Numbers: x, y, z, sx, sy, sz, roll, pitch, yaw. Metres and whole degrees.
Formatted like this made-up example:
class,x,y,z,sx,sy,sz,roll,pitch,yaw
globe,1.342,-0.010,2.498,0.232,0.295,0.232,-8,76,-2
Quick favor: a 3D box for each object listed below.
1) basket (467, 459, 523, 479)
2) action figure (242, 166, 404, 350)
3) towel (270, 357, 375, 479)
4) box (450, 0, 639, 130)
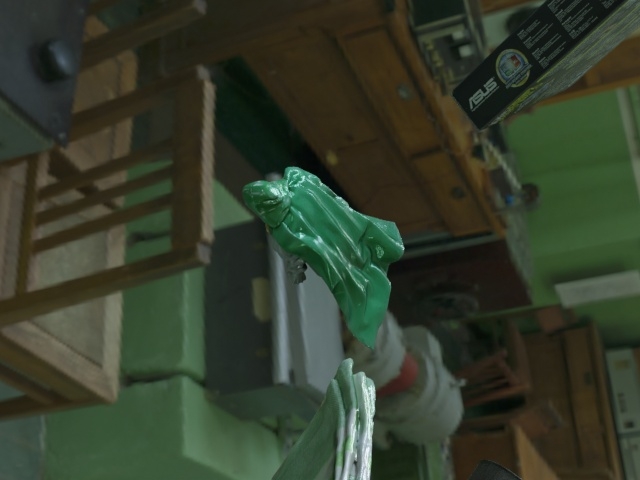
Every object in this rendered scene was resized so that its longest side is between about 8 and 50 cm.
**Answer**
class,x,y,z,sx,sy,sz,roll,pitch,yaw
basket,0.186,0.414,1.185,0.204,0.227,0.154,49,-21,8
action figure,0.000,0.000,0.905,0.232,0.064,0.137,41,50,-53
towel,-0.038,0.259,0.615,0.324,0.038,0.247,-79,-165,-53
box,0.300,-0.245,1.109,0.216,0.270,0.060,-27,79,-42
